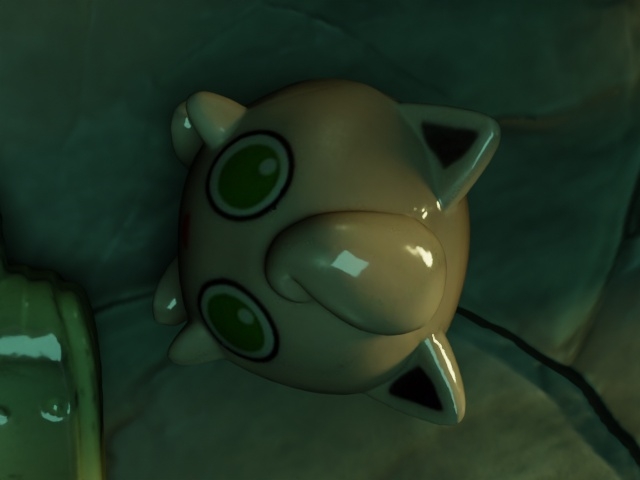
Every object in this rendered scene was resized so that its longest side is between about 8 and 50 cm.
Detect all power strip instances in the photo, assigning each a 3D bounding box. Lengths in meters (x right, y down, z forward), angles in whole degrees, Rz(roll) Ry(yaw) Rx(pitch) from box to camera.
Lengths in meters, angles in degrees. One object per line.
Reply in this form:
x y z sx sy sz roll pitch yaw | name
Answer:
-0.134 0.167 0.513 0.092 0.066 0.388 -2 107 -10 | power strip

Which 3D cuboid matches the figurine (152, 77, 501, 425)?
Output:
0.000 0.000 0.463 0.125 0.138 0.125 -31 129 -49 | figurine
